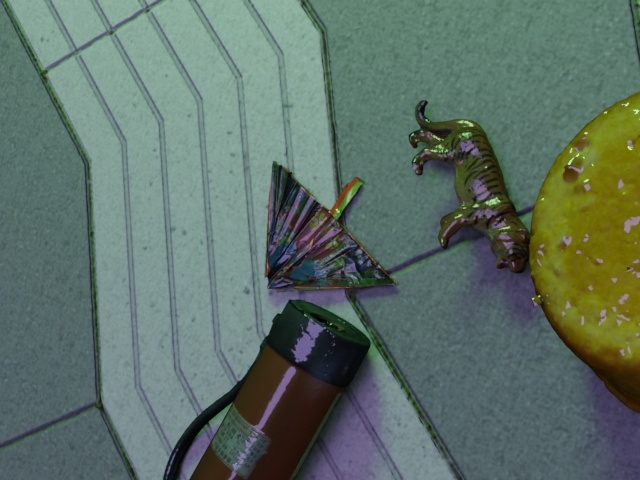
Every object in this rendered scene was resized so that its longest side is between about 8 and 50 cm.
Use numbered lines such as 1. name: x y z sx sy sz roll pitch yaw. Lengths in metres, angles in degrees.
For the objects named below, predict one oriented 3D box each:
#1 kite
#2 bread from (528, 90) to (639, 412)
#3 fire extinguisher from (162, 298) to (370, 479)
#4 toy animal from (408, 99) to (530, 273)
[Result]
1. kite: 0.000 0.000 1.408 0.241 0.014 0.183 41 98 27
2. bread: 0.308 0.006 1.137 0.179 0.194 0.340 4 78 35
3. fire extinguisher: -0.085 0.248 1.376 0.376 0.113 0.200 -62 19 5
4. toy animal: 0.170 -0.063 1.309 0.099 0.057 0.241 -22 70 16
